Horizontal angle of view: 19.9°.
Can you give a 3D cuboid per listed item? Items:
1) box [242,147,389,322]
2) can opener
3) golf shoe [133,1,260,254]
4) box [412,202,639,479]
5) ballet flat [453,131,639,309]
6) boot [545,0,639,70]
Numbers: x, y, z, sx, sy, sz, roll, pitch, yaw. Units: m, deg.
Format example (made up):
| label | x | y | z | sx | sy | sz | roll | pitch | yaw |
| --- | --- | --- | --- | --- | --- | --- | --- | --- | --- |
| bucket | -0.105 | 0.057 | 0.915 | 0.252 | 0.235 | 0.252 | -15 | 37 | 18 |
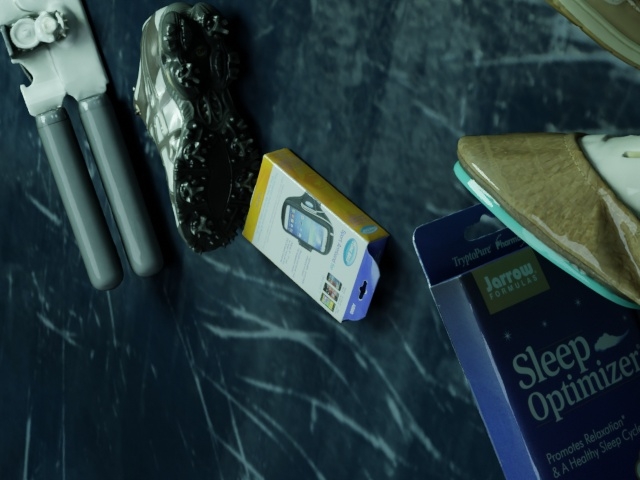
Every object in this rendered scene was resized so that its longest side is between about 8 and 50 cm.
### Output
| label | x | y | z | sx | sy | sz | roll | pitch | yaw |
| --- | --- | --- | --- | --- | --- | --- | --- | --- | --- |
| box | 0.000 | 0.000 | 1.395 | 0.136 | 0.028 | 0.081 | 40 | 132 | 27 |
| can opener | -0.206 | -0.096 | 1.567 | 0.093 | 0.074 | 0.280 | 140 | 110 | -84 |
| golf shoe | -0.102 | -0.090 | 1.447 | 0.094 | 0.077 | 0.198 | 12 | 108 | 57 |
| box | 0.152 | 0.077 | 1.170 | 0.036 | 0.136 | 0.225 | -26 | 86 | 51 |
| ballet flat | 0.231 | 0.013 | 1.091 | 0.342 | 0.116 | 0.124 | 46 | 114 | 25 |
| boot | 0.183 | -0.205 | 1.054 | 0.213 | 0.077 | 0.165 | 37 | 105 | -17 |
